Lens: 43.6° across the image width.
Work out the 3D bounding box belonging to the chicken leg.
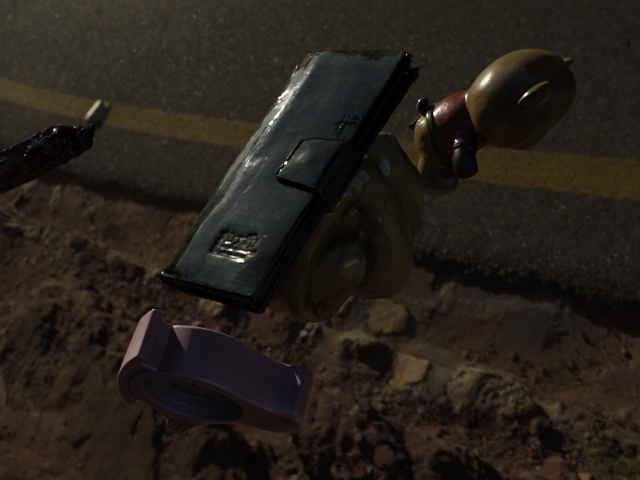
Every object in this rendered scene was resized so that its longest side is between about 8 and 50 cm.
[{"bbox_3d":[-0.377,-0.094,0.996,0.219,0.048,0.089,-24,5,2],"label":"chicken leg"}]

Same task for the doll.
[{"bbox_3d":[0.293,-0.222,1.417,0.330,0.174,0.235,-28,8,37],"label":"doll"}]

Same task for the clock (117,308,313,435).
[{"bbox_3d":[-0.170,0.231,1.223,0.290,0.276,0.080,127,162,-58],"label":"clock"}]

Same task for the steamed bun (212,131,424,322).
[{"bbox_3d":[0.000,-0.001,1.176,0.372,0.325,0.230,-22,83,36],"label":"steamed bun"}]

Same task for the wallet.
[{"bbox_3d":[-0.035,-0.075,0.831,0.169,0.044,0.317,11,61,46],"label":"wallet"}]
